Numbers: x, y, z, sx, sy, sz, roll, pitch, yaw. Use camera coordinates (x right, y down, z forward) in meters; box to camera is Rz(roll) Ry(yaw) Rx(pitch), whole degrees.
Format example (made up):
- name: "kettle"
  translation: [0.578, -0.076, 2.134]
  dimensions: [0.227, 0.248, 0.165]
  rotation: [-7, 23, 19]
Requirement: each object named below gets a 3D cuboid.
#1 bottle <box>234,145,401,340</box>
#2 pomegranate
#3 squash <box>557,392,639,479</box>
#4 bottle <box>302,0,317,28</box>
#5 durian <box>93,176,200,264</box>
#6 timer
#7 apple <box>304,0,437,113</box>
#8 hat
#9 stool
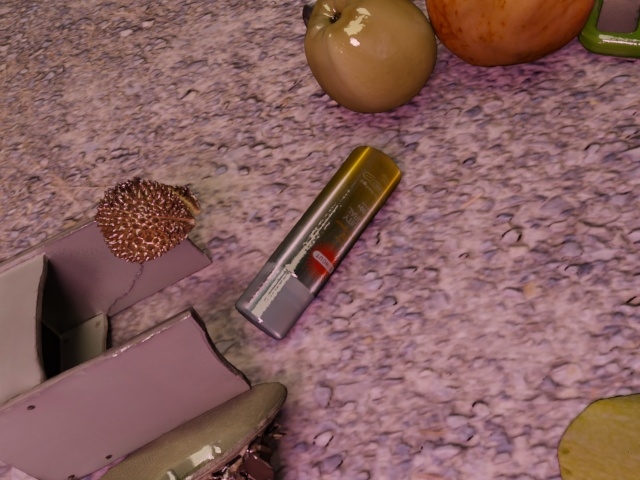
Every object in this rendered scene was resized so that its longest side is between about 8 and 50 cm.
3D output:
- name: "bottle"
  translation: [0.000, 0.000, 0.739]
  dimensions: [0.082, 0.082, 0.286]
  rotation: [29, 73, 27]
- name: "pomegranate"
  translation: [0.273, -0.368, 0.781]
  dimensions: [0.248, 0.248, 0.248]
  rotation: [-7, 60, 12]
- name: "squash"
  translation: [0.378, 0.237, 0.539]
  dimensions: [0.204, 0.155, 0.237]
  rotation: [40, 73, -8]
- name: "bottle"
  translation: [0.092, -0.431, 0.959]
  dimensions: [0.254, 0.079, 0.096]
  rotation: [-34, 96, -4]
- name: "durian"
  translation: [-0.211, -0.036, 0.624]
  dimensions: [0.140, 0.071, 0.110]
  rotation: [5, 51, 32]
- name: "timer"
  translation: [0.458, -0.331, 0.815]
  dimensions: [0.128, 0.047, 0.140]
  rotation: [15, 67, 21]
- name: "apple"
  translation: [0.073, -0.285, 0.819]
  dimensions: [0.200, 0.200, 0.200]
  rotation: [-7, 60, 12]
- name: "hat"
  translation: [-0.120, 0.272, 0.581]
  dimensions: [0.257, 0.257, 0.130]
  rotation: [-28, 91, -1]
- name: "stool"
  translation: [-0.261, 0.111, 0.673]
  dimensions: [0.270, 0.170, 0.243]
  rotation: [-27, 45, -2]
